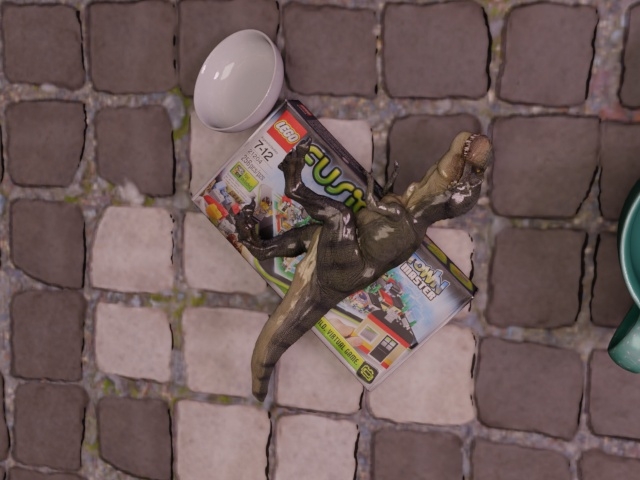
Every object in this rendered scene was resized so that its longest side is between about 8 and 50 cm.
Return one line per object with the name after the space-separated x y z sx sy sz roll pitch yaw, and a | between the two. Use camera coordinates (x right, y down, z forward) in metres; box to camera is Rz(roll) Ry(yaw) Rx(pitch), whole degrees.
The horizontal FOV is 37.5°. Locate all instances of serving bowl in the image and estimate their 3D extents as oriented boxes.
-0.058 -0.119 0.726 0.083 0.027 0.083 -15 65 35 | serving bowl

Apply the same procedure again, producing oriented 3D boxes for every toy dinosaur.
0.000 0.000 0.684 0.118 0.064 0.268 45 110 -1 | toy dinosaur

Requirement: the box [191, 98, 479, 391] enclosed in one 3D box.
0.010 0.003 0.731 0.207 0.036 0.114 46 107 5 | box

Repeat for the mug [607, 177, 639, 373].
0.253 0.003 0.630 0.157 0.097 0.130 -21 92 18 | mug
